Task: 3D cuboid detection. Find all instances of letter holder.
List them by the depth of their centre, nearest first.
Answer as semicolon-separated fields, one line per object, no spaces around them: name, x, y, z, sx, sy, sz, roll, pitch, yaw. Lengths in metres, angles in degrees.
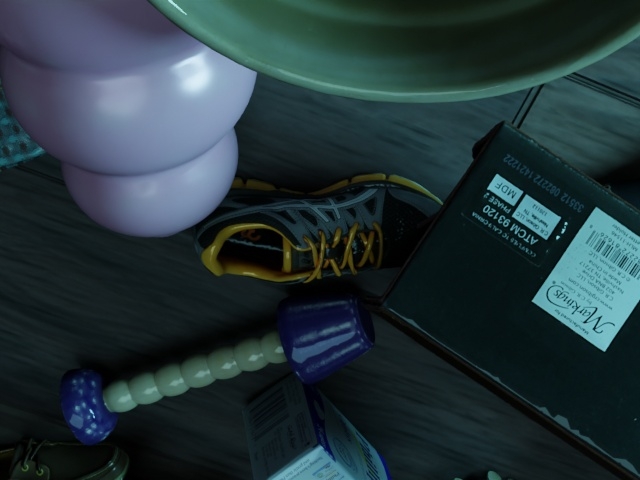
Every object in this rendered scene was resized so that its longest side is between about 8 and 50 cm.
letter holder;0.198;0.072;0.903;0.301;0.214;0.152;34;85;0

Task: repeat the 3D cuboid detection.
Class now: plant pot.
plant pot;0.048;-0.280;0.653;0.323;0.280;0.323;3;144;2

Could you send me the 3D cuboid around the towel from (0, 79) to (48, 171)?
towel;-0.421;-0.125;0.944;0.370;0.040;0.271;-17;121;13

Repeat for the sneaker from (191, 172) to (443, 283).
sneaker;0.000;0.000;0.978;0.214;0.083;0.084;-2;121;2

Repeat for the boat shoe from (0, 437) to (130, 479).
boat shoe;-0.266;0.217;1.139;0.178;0.064;0.060;-13;123;14

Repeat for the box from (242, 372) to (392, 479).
box;0.004;0.205;1.079;0.072;0.126;0.137;-37;115;8

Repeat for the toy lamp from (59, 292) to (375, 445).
toy lamp;-0.087;0.108;1.056;0.274;0.080;0.080;-19;120;16

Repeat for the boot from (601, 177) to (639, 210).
boot;0.317;0.037;0.979;0.207;0.094;0.247;-17;114;17

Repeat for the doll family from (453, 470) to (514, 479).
doll family;0.156;0.286;1.163;0.193;0.076;0.111;32;123;-11

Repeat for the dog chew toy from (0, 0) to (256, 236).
dog chew toy;-0.134;-0.140;0.835;0.206;0.207;0.332;-2;130;4
